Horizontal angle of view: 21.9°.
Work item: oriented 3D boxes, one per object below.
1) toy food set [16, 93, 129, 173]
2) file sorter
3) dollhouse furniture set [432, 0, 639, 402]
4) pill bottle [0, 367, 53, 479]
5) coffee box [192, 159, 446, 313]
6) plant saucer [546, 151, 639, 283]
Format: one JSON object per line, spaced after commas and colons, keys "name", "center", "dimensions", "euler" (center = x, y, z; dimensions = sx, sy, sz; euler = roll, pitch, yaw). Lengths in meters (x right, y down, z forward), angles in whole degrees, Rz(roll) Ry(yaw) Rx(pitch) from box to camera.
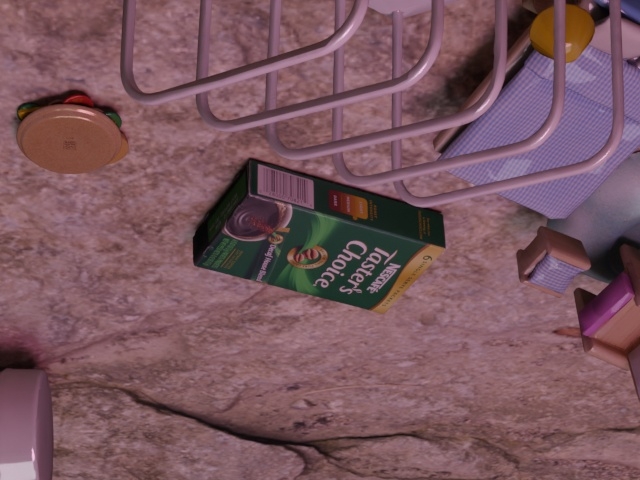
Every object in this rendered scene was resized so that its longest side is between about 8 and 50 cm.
{"name": "toy food set", "center": [-0.191, -0.081, 1.267], "dimensions": [0.083, 0.020, 0.082], "euler": [-6, 144, 5]}
{"name": "file sorter", "center": [0.039, -0.139, 0.994], "dimensions": [0.193, 0.173, 0.278], "euler": [-12, 160, 38]}
{"name": "dollhouse furniture set", "center": [0.211, -0.009, 1.203], "dimensions": [0.303, 0.198, 0.286], "euler": [23, 128, -26]}
{"name": "pill bottle", "center": [-0.398, 0.182, 1.489], "dimensions": [0.301, 0.169, 0.169], "euler": [-1, 144, -2]}
{"name": "coffee box", "center": [0.000, 0.000, 1.375], "dimensions": [0.184, 0.040, 0.113], "euler": [16, 140, -24]}
{"name": "plant saucer", "center": [0.290, -0.006, 1.394], "dimensions": [0.195, 0.037, 0.195], "euler": [-3, 144, -2]}
